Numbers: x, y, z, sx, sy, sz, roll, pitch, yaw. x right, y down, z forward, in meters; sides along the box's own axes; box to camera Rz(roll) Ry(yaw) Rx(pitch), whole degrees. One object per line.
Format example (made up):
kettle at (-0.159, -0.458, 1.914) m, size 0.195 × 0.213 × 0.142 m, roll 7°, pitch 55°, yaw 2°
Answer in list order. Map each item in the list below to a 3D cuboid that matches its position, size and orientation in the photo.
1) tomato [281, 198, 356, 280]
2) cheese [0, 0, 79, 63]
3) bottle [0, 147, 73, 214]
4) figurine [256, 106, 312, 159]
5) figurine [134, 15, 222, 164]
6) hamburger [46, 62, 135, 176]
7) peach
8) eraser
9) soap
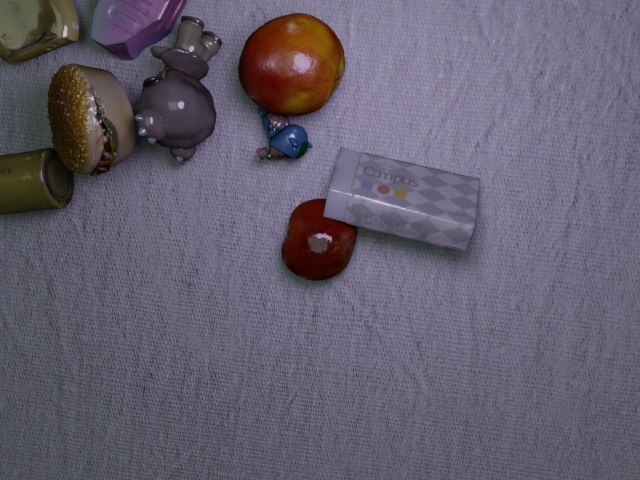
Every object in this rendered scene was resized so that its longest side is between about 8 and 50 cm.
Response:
tomato at (0.000, 0.000, 1.580) m, size 0.200 × 0.139 × 0.233 m, roll 12°, pitch 92°, yaw -3°
cheese at (-0.838, -0.672, 1.620) m, size 0.259 × 0.128 × 0.316 m, roll -22°, pitch 96°, yaw -4°
bottle at (-0.896, -0.155, 1.618) m, size 0.351 × 0.171 × 0.172 m, roll -6°, pitch 91°, yaw 6°
figurine at (-0.120, -0.285, 1.602) m, size 0.144 × 0.114 × 0.178 m, roll -43°, pitch 78°, yaw 11°
figurine at (-0.371, -0.410, 1.565) m, size 0.203 × 0.248 × 0.381 m, roll 9°, pitch 78°, yaw 17°
hamburger at (-0.624, -0.322, 1.535) m, size 0.302 × 0.170 × 0.302 m, roll 21°, pitch 120°, yaw 41°
peach at (-0.077, -0.464, 1.520) m, size 0.280 × 0.238 × 0.281 m, roll 2°, pitch 103°, yaw 10°
eraser at (0.222, -0.116, 1.562) m, size 0.396 × 0.082 × 0.213 m, roll 14°, pitch 53°, yaw 3°
soap at (-0.499, -0.664, 1.604) m, size 0.192 × 0.109 × 0.324 m, roll 30°, pitch 94°, yaw 2°
